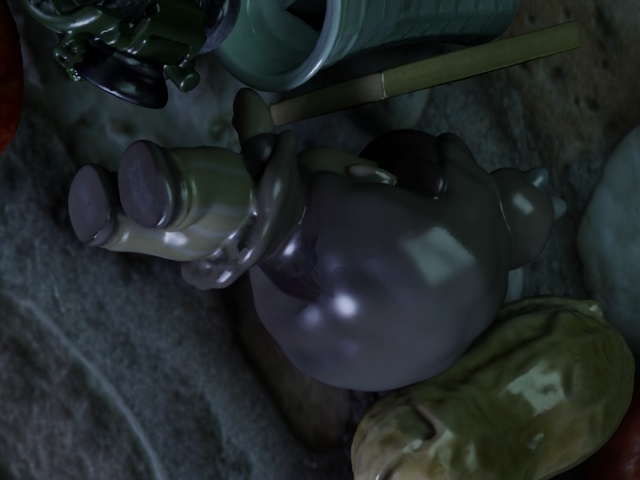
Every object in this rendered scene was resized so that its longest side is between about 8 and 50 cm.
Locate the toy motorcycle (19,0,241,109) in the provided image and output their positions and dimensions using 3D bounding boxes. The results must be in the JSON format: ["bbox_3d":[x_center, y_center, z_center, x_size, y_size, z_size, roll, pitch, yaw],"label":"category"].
[{"bbox_3d":[-0.172,-0.201,1.172,0.127,0.275,0.205,-51,158,16],"label":"toy motorcycle"}]

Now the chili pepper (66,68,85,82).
[{"bbox_3d":[-0.156,-0.161,1.324,0.118,0.035,0.055,-21,114,-45],"label":"chili pepper"}]

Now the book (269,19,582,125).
[{"bbox_3d":[0.092,-0.141,1.426,0.231,0.161,0.026,-17,94,-36],"label":"book"}]

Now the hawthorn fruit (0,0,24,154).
[{"bbox_3d":[-0.279,-0.114,1.123,0.179,0.200,0.179,-3,97,-31],"label":"hawthorn fruit"}]

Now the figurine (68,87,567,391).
[{"bbox_3d":[-0.001,0.000,1.314,0.380,0.248,0.203,15,42,-33],"label":"figurine"}]

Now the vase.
[{"bbox_3d":[0.047,-0.206,1.385,0.299,0.143,0.143,-14,97,-51],"label":"vase"}]

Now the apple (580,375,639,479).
[{"bbox_3d":[0.432,0.261,1.561,0.364,0.364,0.364,1,88,-37],"label":"apple"}]

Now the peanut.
[{"bbox_3d":[0.149,0.155,1.454,0.340,0.174,0.158,-32,104,-31],"label":"peanut"}]
